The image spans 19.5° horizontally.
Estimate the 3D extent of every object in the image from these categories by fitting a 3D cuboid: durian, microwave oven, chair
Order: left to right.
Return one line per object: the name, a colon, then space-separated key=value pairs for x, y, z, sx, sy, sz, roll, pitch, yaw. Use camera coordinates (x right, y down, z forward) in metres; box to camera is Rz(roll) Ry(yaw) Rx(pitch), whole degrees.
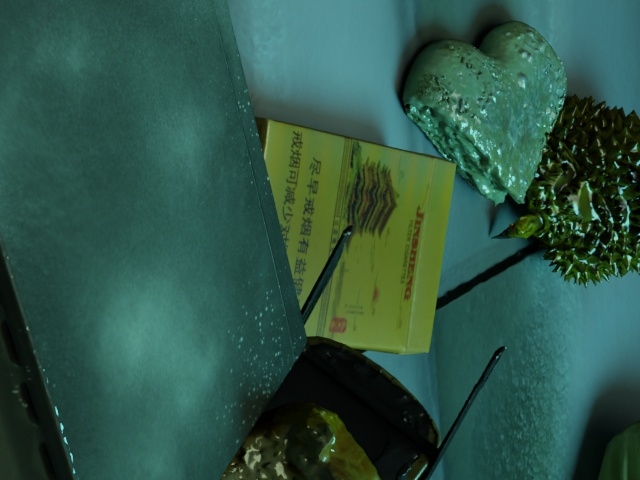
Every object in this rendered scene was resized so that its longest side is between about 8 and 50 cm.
microwave oven: x=-0.206 y=-0.040 z=1.051 sx=0.374 sy=0.236 sz=0.432 roll=-55 pitch=138 yaw=-56
chair: x=0.019 y=0.134 z=1.410 sx=0.172 sy=0.158 sz=0.247 roll=-43 pitch=164 yaw=-35
durian: x=0.285 y=-0.046 z=1.858 sx=0.237 sy=0.137 sz=0.193 roll=-35 pitch=123 yaw=-44

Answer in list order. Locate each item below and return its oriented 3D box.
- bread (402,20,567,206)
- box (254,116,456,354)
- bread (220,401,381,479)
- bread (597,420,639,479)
bread: x=0.162 y=-0.114 z=1.743 sx=0.232 sy=0.064 sz=0.173 roll=-17 pitch=108 yaw=-49
box: x=0.000 y=0.000 z=1.536 sx=0.274 sy=0.076 sz=0.174 roll=8 pitch=91 yaw=-54
bread: x=-0.139 y=0.231 z=1.170 sx=0.109 sy=0.380 sz=0.185 roll=57 pitch=11 yaw=5
bread: x=0.445 y=0.316 z=2.083 sx=0.388 sy=0.236 sz=0.183 roll=24 pitch=60 yaw=-44
